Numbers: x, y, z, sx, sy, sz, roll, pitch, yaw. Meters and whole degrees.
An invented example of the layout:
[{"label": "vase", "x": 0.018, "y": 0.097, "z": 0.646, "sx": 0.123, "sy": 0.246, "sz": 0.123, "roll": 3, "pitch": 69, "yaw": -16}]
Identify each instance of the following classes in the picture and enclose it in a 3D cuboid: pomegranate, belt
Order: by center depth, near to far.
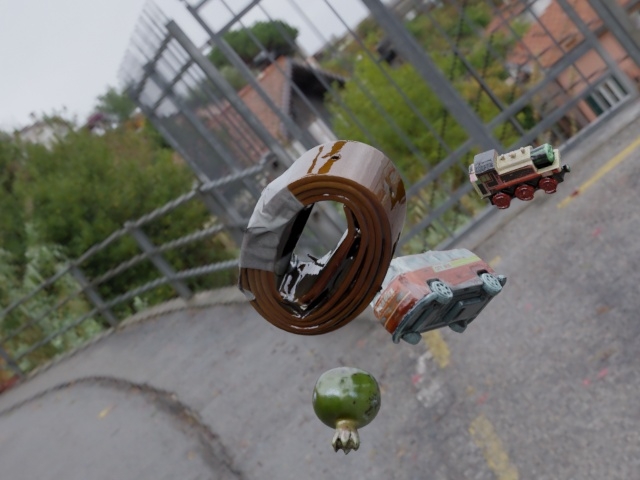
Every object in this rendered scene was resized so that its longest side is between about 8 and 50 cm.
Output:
[{"label": "belt", "x": 0.000, "y": 0.000, "z": 1.241, "sx": 0.261, "sy": 0.184, "sz": 0.105, "roll": -56, "pitch": 8, "yaw": 40}, {"label": "pomegranate", "x": 0.041, "y": 0.267, "z": 1.577, "sx": 0.114, "sy": 0.114, "sz": 0.142, "roll": -34, "pitch": 40, "yaw": 41}]

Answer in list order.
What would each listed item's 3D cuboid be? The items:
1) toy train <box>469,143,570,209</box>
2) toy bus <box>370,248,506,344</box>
[{"label": "toy train", "x": 0.289, "y": -0.100, "z": 1.458, "sx": 0.138, "sy": 0.087, "sz": 0.050, "roll": -18, "pitch": 40, "yaw": 26}, {"label": "toy bus", "x": 0.183, "y": 0.084, "z": 1.624, "sx": 0.265, "sy": 0.120, "sz": 0.121, "roll": -7, "pitch": -40, "yaw": -51}]
